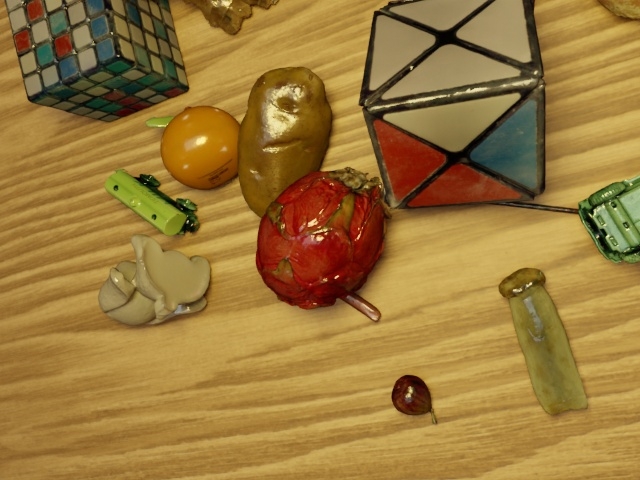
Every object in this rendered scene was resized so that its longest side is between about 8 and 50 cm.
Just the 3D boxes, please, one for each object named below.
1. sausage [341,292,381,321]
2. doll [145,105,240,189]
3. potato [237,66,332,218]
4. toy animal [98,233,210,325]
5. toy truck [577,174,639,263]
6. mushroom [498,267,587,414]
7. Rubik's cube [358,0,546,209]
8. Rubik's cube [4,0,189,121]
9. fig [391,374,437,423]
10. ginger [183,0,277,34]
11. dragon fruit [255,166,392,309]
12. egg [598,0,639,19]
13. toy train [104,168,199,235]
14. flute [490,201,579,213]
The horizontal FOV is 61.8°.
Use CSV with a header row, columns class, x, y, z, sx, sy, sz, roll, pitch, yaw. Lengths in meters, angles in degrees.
class,x,y,z,sx,sy,sz,roll,pitch,yaw
sausage,0.081,0.144,1.278,0.147,0.030,0.035,34,101,15
doll,-0.299,-0.252,1.315,0.213,0.213,0.236,-37,69,16
potato,-0.090,-0.222,1.261,0.176,0.195,0.369,27,110,40
toy animal,-0.447,0.126,1.360,0.265,0.272,0.206,-23,58,30
toy truck,0.649,-0.074,1.018,0.279,0.156,0.155,-31,82,17
mushroom,0.467,0.210,1.129,0.100,0.081,0.312,-20,89,21
Rubik's cube,0.257,-0.265,1.025,0.307,0.305,0.310,-3,54,20
Rubik's cube,-0.548,-0.494,1.339,0.287,0.292,0.293,-16,88,18
fig,0.224,0.365,1.219,0.125,0.089,0.089,37,103,-12
ginger,-0.272,-0.602,1.321,0.334,0.081,0.148,10,129,-10
dragon fruit,0.000,0.000,1.169,0.277,0.277,0.342,28,121,16
egg,0.598,-0.545,1.002,0.203,0.203,0.245,-4,114,18
toy train,-0.438,-0.097,1.379,0.253,0.157,0.105,34,101,15
flute,0.420,-0.079,1.170,0.269,0.014,0.014,9,94,18
